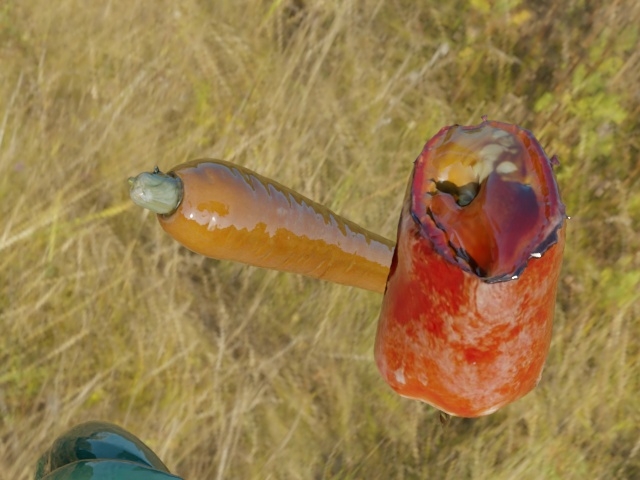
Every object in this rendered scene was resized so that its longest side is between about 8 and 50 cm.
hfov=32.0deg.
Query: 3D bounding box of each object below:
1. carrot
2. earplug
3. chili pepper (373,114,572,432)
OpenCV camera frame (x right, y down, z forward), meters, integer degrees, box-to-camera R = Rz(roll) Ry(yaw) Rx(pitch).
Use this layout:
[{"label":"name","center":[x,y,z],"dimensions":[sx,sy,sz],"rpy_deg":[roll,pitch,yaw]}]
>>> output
[{"label":"carrot","center":[0.000,0.000,0.825],"dimensions":[0.336,0.069,0.069],"rpy_deg":[17,45,-40]},{"label":"earplug","center":[-0.165,0.244,0.814],"dimensions":[0.164,0.257,0.280],"rpy_deg":[41,24,-16]},{"label":"chili pepper","center":[0.067,0.038,0.522],"dimensions":[0.084,0.192,0.086],"rpy_deg":[22,50,19]}]
